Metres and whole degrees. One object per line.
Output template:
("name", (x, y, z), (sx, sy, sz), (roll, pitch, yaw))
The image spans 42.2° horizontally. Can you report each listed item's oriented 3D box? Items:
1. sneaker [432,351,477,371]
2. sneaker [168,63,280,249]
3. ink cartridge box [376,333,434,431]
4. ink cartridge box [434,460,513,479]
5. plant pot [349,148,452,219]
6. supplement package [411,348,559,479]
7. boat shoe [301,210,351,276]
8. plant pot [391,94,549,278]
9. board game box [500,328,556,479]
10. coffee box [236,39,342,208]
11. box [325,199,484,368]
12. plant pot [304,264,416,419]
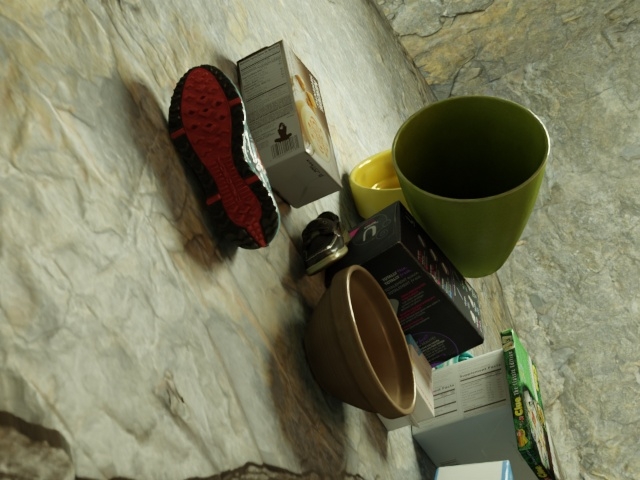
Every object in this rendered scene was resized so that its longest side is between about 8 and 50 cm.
("sneaker", (0.319, 0.312, 1.860), (0.275, 0.110, 0.107), (54, 22, -37))
("sneaker", (-0.132, -0.109, 1.138), (0.125, 0.104, 0.262), (56, 16, -88))
("ink cartridge box", (0.138, 0.253, 1.441), (0.092, 0.090, 0.143), (57, 21, -27))
("ink cartridge box", (0.264, 0.541, 1.303), (0.223, 0.129, 0.307), (-46, 123, -71))
("plant pot", (0.208, -0.057, 1.808), (0.254, 0.254, 0.239), (-75, 154, -63))
("supplement package", (0.322, 0.372, 1.637), (0.262, 0.204, 0.145), (55, 24, -32))
("boat shoe", (0.001, -0.001, 1.386), (0.073, 0.080, 0.223), (59, 13, -7))
("plant pot", (0.284, -0.073, 1.561), (0.293, 0.275, 0.274), (76, 6, -48))
("board game box", (0.379, 0.301, 1.516), (0.136, 0.030, 0.259), (51, 28, -34))
("coffee box", (-0.054, -0.199, 1.419), (0.141, 0.098, 0.246), (43, 30, -53))
("box", (0.154, 0.090, 1.503), (0.270, 0.165, 0.143), (48, 25, -25))
("plant pot", (0.050, 0.166, 1.259), (0.237, 0.110, 0.237), (55, 21, -32))
